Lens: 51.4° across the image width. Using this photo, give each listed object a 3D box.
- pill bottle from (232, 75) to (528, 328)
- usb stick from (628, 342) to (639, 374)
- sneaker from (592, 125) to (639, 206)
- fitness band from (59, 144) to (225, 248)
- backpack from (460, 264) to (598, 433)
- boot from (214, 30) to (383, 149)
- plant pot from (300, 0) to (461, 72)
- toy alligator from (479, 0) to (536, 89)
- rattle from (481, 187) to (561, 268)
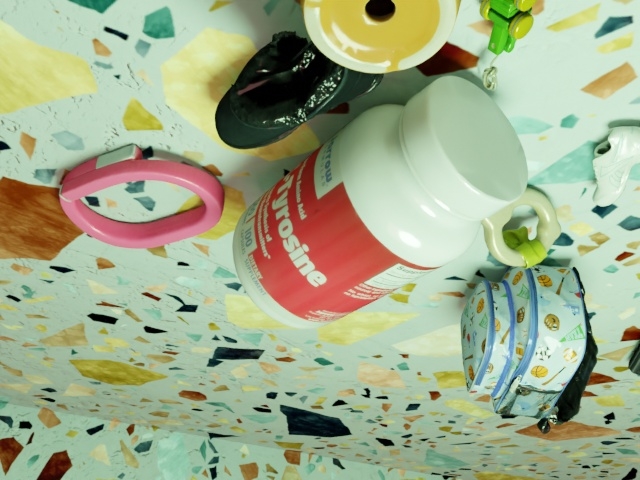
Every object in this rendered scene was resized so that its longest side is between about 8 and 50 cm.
[{"bbox_3d":[0.069,-0.041,0.924,0.229,0.228,0.408,23,143,-28],"label":"pill bottle"},{"bbox_3d":[0.742,0.229,1.462,0.077,0.045,0.278,-8,147,7],"label":"usb stick"},{"bbox_3d":[0.415,-0.109,0.951,0.061,0.053,0.152,12,143,5],"label":"sneaker"},{"bbox_3d":[-0.297,-0.061,1.099,0.291,0.054,0.209,-14,145,28],"label":"fitness band"},{"bbox_3d":[0.377,0.167,1.227,0.213,0.276,0.263,9,135,-10],"label":"backpack"},{"bbox_3d":[-0.058,-0.165,0.761,0.247,0.094,0.207,-18,-173,23],"label":"boot"},{"bbox_3d":[0.056,-0.263,0.602,0.205,0.187,0.205,3,148,2],"label":"plant pot"},{"bbox_3d":[0.214,-0.250,0.742,0.051,0.056,0.189,-35,151,-15],"label":"toy alligator"},{"bbox_3d":[0.281,-0.053,1.070,0.200,0.142,0.130,36,106,-19],"label":"rattle"}]
